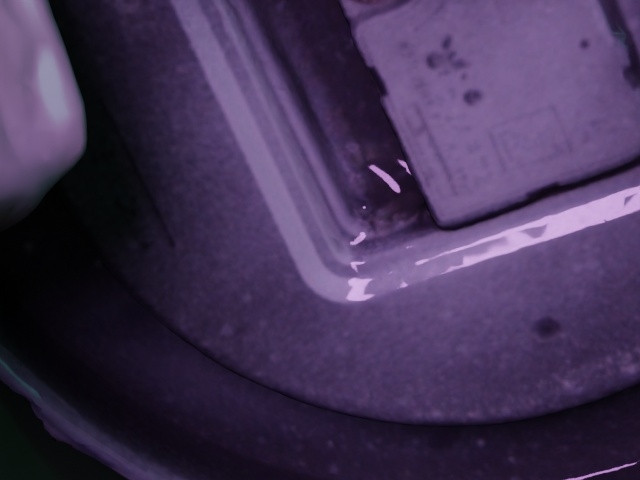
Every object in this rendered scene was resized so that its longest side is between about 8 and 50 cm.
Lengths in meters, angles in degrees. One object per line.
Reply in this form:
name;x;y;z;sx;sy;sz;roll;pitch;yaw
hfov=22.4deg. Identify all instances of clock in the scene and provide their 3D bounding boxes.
clock;0.040;-0.068;0.523;0.386;0.386;0.076;59;17;-22

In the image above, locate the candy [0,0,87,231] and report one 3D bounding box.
candy;-0.207;-0.134;0.328;0.358;0.145;0.208;66;24;-4
